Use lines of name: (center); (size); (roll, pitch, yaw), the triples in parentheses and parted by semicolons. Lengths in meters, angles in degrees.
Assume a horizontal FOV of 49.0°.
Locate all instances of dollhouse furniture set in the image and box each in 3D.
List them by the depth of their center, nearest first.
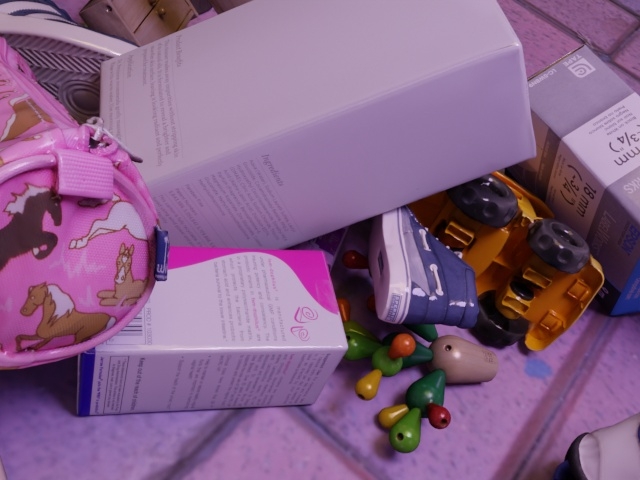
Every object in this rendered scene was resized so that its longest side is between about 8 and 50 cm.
dollhouse furniture set: (-0.102, -0.344, 0.827); (0.303, 0.356, 0.173); (55, 30, -34)

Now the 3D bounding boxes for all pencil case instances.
pencil case: (-0.265, -0.061, 0.570); (0.167, 0.160, 0.386); (-30, 39, -22)

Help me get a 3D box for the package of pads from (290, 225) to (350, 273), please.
package of pads: (0.000, 0.000, 0.796); (0.050, 0.032, 0.083); (24, 46, 1)

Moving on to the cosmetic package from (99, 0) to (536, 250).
cosmetic package: (-0.013, -0.130, 0.691); (0.385, 0.156, 0.217); (-17, 51, 8)

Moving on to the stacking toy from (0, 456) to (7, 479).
stacking toy: (-0.421, 0.207, 0.328); (0.480, 0.350, 0.350); (-20, 59, -12)

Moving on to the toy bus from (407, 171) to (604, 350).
toy bus: (0.206, -0.007, 0.826); (0.220, 0.149, 0.211); (32, 31, 4)

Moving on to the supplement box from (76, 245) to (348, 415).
supplement box: (-0.102, 0.080, 0.632); (0.220, 0.113, 0.111); (2, 50, -19)

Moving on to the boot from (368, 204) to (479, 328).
boot: (0.097, 0.018, 0.686); (0.086, 0.069, 0.190); (10, 36, -6)

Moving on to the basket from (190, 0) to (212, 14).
basket: (-0.225, -0.454, 0.968); (0.205, 0.226, 0.154); (15, 47, -10)

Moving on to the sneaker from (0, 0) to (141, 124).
sneaker: (-0.323, -0.236, 0.800); (0.350, 0.131, 0.148); (13, 50, -7)

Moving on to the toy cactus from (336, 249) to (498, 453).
toy cactus: (0.103, 0.105, 0.711); (0.181, 0.112, 0.218); (14, 38, -23)

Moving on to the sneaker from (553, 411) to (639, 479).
sneaker: (0.330, 0.241, 0.659); (0.316, 0.182, 0.127); (38, 42, -29)

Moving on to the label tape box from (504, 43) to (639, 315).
label tape box: (0.353, -0.022, 0.800); (0.106, 0.240, 0.333); (-32, 62, -4)
